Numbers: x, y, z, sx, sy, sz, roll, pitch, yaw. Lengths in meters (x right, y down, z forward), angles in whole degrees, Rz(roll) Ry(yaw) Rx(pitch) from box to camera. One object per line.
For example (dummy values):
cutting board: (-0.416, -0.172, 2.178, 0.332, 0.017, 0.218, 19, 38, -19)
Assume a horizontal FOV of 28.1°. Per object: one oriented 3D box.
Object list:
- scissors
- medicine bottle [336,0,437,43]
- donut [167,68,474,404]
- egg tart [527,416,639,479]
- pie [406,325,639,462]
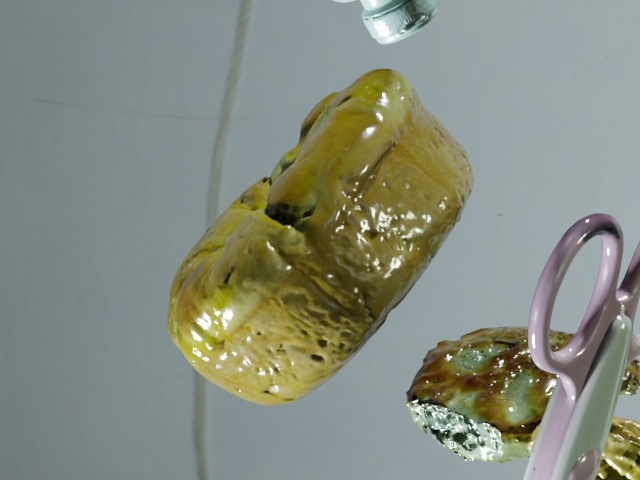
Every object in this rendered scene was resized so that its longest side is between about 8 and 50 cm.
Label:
scissors: (0.087, 0.071, 0.445, 0.022, 0.085, 0.176, 30, 115, 42)
medicine bottle: (0.025, -0.285, 1.126, 0.121, 0.083, 0.229, -10, 119, 44)
donut: (0.000, 0.000, 0.939, 0.128, 0.208, 0.261, 40, 85, -10)
egg tart: (0.370, 0.333, 1.555, 0.294, 0.294, 0.123, 33, 59, 10)
pie: (0.297, 0.214, 1.883, 0.354, 0.288, 0.103, 11, 122, 49)
